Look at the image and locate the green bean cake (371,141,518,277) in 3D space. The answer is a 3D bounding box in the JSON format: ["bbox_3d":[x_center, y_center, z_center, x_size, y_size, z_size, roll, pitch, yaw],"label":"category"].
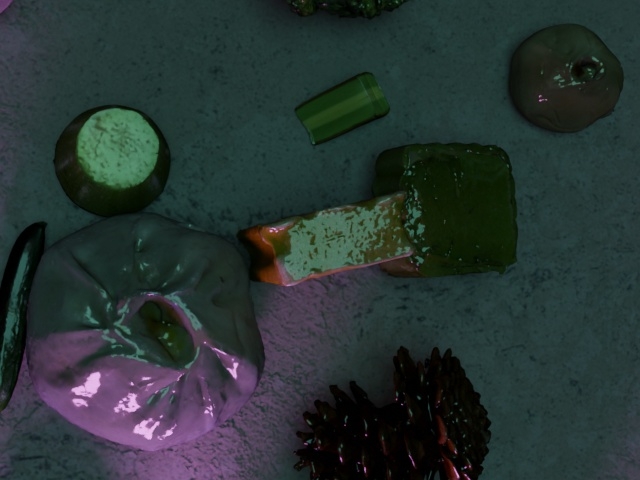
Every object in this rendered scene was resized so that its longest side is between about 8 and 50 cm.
[{"bbox_3d":[0.187,-0.045,1.734,0.214,0.113,0.200,-5,93,-26],"label":"green bean cake"}]

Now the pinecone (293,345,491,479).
[{"bbox_3d":[0.098,0.276,1.677,0.292,0.246,0.246,-14,92,5],"label":"pinecone"}]

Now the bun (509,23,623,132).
[{"bbox_3d":[0.384,-0.250,1.788,0.173,0.113,0.166,-7,91,-8],"label":"bun"}]

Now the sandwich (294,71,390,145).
[{"bbox_3d":[0.034,-0.200,1.779,0.116,0.074,0.074,-24,95,23],"label":"sandwich"}]

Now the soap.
[{"bbox_3d":[0.000,0.000,1.615,0.199,0.315,0.091,-15,92,-12],"label":"soap"}]

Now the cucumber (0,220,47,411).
[{"bbox_3d":[-0.439,0.108,1.664,0.056,0.056,0.284,12,84,-10],"label":"cucumber"}]

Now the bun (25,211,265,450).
[{"bbox_3d":[-0.248,0.127,1.629,0.355,0.194,0.354,0,87,-11],"label":"bun"}]

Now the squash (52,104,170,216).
[{"bbox_3d":[-0.293,-0.120,1.667,0.170,0.123,0.170,1,86,-15],"label":"squash"}]

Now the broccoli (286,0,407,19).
[{"bbox_3d":[0.029,-0.451,1.674,0.235,0.260,0.288,26,61,33],"label":"broccoli"}]

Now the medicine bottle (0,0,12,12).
[{"bbox_3d":[-0.536,-0.412,1.608,0.147,0.147,0.247,-36,95,-9],"label":"medicine bottle"}]
